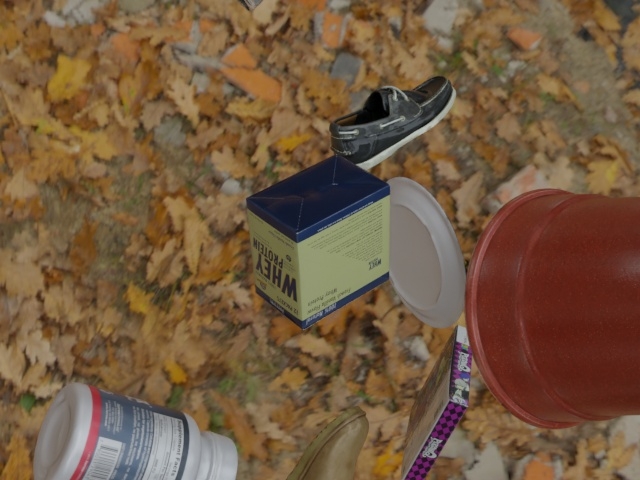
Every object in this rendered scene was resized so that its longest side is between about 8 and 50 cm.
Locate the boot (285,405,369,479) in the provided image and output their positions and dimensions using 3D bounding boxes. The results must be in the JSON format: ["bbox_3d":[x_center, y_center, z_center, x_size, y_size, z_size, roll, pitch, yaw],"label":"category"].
[{"bbox_3d":[0.074,0.400,1.362,0.269,0.236,0.089,41,20,21],"label":"boot"}]

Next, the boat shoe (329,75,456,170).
[{"bbox_3d":[0.105,-0.180,1.367,0.233,0.084,0.079,-35,119,-29],"label":"boat shoe"}]

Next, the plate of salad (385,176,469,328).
[{"bbox_3d":[0.130,0.013,1.227,0.048,0.200,0.199,-19,81,-24],"label":"plate of salad"}]

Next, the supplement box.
[{"bbox_3d":[0.000,0.000,0.673,0.083,0.083,0.056,-28,44,-29],"label":"supplement box"}]

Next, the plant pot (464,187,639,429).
[{"bbox_3d":[0.335,0.065,0.989,0.273,0.265,0.272,3,84,-32],"label":"plant pot"}]

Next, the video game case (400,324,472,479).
[{"bbox_3d":[0.212,0.302,1.771,0.042,0.232,0.210,21,34,-2],"label":"video game case"}]

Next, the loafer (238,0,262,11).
[{"bbox_3d":[-0.094,-0.241,0.847,0.125,0.045,0.039,23,102,-38],"label":"loafer"}]

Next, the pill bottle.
[{"bbox_3d":[-0.180,0.214,0.967,0.180,0.108,0.107,23,67,-29],"label":"pill bottle"}]
